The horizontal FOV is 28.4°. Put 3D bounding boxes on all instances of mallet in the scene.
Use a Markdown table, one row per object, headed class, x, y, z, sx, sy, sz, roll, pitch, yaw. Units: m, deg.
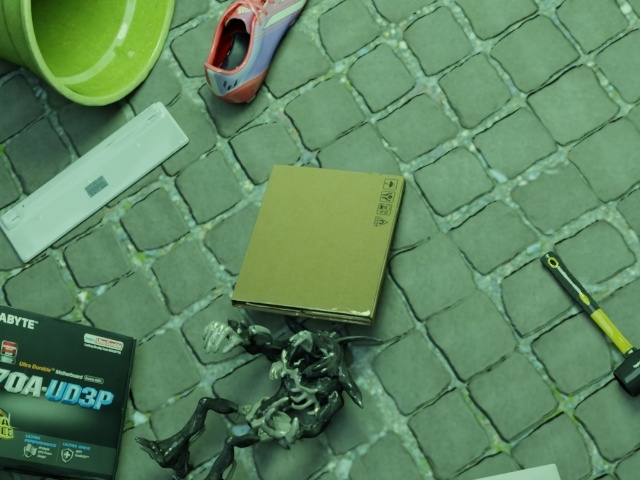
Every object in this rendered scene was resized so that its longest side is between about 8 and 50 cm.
| class | x | y | z | sx | sy | sz | roll | pitch | yaw |
| --- | --- | --- | --- | --- | --- | --- | --- | --- | --- |
| mallet | 0.316 | 0.080 | 1.399 | 0.062 | 0.039 | 0.189 | -31 | 65 | 2 |

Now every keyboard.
| class | x | y | z | sx | sy | sz | roll | pitch | yaw |
| --- | --- | --- | --- | --- | --- | --- | --- | --- | --- |
| keyboard | -0.285 | -0.074 | 1.585 | 0.256 | 0.014 | 0.072 | -37 | 74 | -1 |

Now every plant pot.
| class | x | y | z | sx | sy | sz | roll | pitch | yaw |
| --- | --- | --- | --- | --- | --- | --- | --- | --- | --- |
| plant pot | -0.362 | -0.322 | 1.565 | 0.254 | 0.276 | 0.276 | 14 | 76 | 27 |

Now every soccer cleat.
| class | x | y | z | sx | sy | sz | roll | pitch | yaw |
| --- | --- | --- | --- | --- | --- | --- | --- | --- | --- |
| soccer cleat | -0.075 | -0.287 | 1.562 | 0.083 | 0.095 | 0.248 | 19 | 78 | 17 |

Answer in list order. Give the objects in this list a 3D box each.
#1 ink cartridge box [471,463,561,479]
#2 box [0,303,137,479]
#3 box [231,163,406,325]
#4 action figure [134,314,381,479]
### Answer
| class | x | y | z | sx | sy | sz | roll | pitch | yaw |
| --- | --- | --- | --- | --- | --- | --- | --- | --- | --- |
| ink cartridge box | 0.158 | 0.304 | 1.293 | 0.209 | 0.062 | 0.109 | -6 | 67 | -24 |
| box | -0.321 | 0.172 | 1.414 | 0.051 | 0.220 | 0.175 | -13 | 64 | 49 |
| box | 0.000 | 0.000 | 1.462 | 0.164 | 0.021 | 0.201 | 6 | 56 | 14 |
| action figure | -0.063 | 0.171 | 1.393 | 0.276 | 0.141 | 0.164 | -43 | 58 | -2 |
